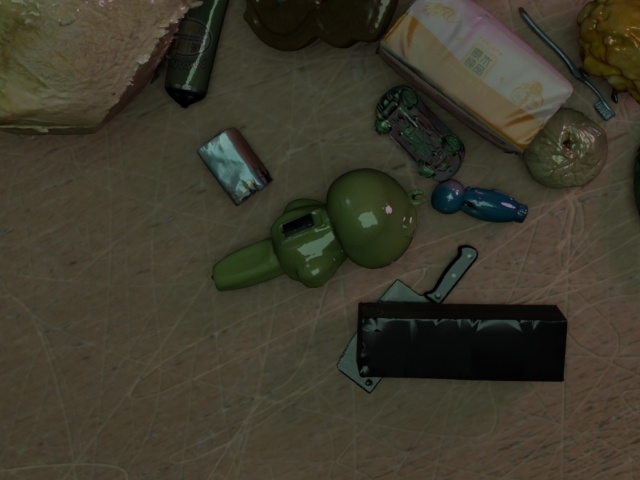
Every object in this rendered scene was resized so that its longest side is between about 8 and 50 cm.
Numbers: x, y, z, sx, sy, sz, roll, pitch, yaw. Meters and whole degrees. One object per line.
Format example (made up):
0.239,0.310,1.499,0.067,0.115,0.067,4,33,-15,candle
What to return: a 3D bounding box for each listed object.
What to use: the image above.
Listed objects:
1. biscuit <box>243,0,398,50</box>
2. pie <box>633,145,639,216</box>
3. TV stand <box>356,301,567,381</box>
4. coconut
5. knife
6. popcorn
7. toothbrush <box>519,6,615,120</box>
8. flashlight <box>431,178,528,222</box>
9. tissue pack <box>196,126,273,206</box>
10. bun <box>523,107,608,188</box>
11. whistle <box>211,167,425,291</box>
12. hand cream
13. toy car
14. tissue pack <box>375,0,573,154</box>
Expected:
-0.042,-0.354,1.791,0.183,0.047,0.319,-42,73,17,biscuit
0.559,-0.085,1.870,0.303,0.067,0.302,0,93,1,pie
0.183,0.134,1.864,0.270,0.083,0.088,1,103,-2,TV stand
-0.352,-0.290,1.706,0.360,0.346,0.346,-5,94,-37,coconut
0.115,0.093,1.905,0.072,0.019,0.245,39,95,-2,knife
0.407,-0.250,1.825,0.167,0.148,0.152,45,115,8,popcorn
0.328,-0.237,1.888,0.019,0.013,0.193,-40,93,11,toothbrush
0.211,-0.047,1.884,0.129,0.051,0.051,15,93,-7,flashlight
-0.114,-0.099,1.867,0.059,0.074,0.094,-35,94,9,tissue pack
0.326,-0.119,1.863,0.115,0.069,0.115,-1,99,-6,bun
0.007,0.004,1.863,0.294,0.141,0.141,-30,93,21,whistle
-0.162,-0.292,1.866,0.086,0.055,0.235,12,92,19,hand cream
0.134,-0.143,1.870,0.142,0.055,0.069,47,129,3,toy car
0.192,-0.220,1.804,0.225,0.185,0.124,38,92,-2,tissue pack
